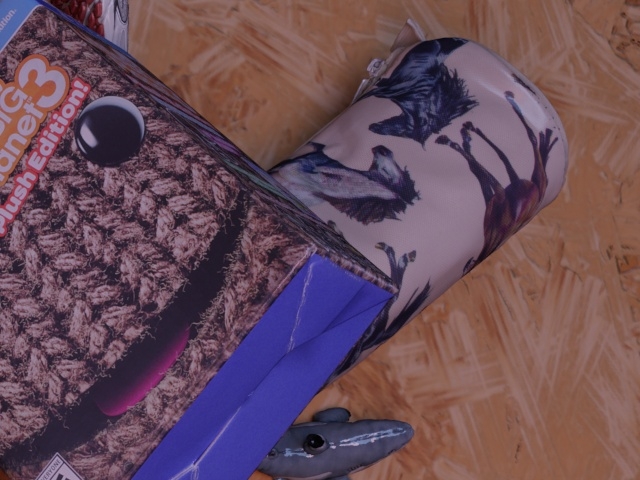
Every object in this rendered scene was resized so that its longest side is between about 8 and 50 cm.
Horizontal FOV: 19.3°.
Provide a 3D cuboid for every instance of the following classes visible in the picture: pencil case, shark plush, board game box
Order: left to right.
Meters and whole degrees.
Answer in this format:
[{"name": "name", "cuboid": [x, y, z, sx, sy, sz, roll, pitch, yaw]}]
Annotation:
[{"name": "board game box", "cuboid": [-0.142, 0.021, 1.209, 0.291, 0.141, 0.232, 40, 95, 27]}, {"name": "shark plush", "cuboid": [-0.013, 0.149, 1.419, 0.161, 0.067, 0.073, 12, 69, -26]}, {"name": "pencil case", "cuboid": [0.000, 0.000, 1.421, 0.183, 0.160, 0.410, 40, 56, 18]}]

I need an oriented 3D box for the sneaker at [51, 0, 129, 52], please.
[{"name": "sneaker", "cuboid": [-0.149, -0.234, 1.455, 0.093, 0.088, 0.225, 14, 68, -27]}]
